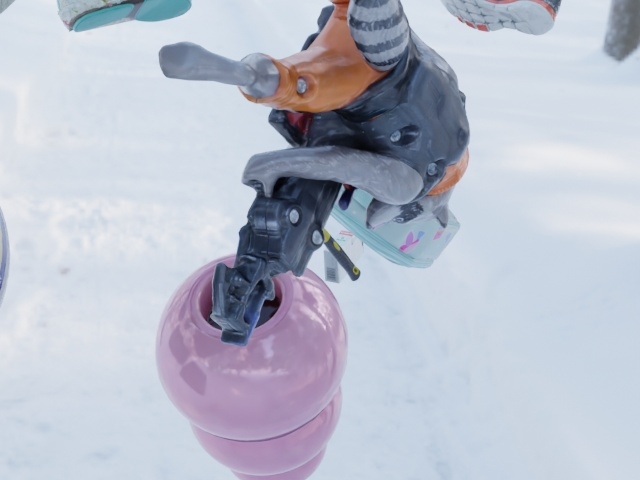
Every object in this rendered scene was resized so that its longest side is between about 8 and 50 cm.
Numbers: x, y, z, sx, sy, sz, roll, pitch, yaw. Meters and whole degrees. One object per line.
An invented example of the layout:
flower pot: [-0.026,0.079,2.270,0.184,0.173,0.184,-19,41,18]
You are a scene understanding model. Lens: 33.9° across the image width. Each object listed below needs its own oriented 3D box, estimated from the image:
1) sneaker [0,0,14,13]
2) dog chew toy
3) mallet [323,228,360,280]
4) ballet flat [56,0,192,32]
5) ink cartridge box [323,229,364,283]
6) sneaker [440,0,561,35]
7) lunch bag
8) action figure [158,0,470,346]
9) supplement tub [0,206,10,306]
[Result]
sneaker: [-0.490,-0.245,1.142,0.148,0.350,0.131,52,-3,16]
dog chew toy: [-0.065,0.166,1.174,0.207,0.331,0.206,-4,48,4]
mallet: [0.000,0.000,1.292,0.039,0.189,0.062,-2,48,33]
ballet flat: [-0.301,-0.376,1.611,0.241,0.091,0.077,-21,75,-46]
ink cartridge box: [0.042,0.019,1.833,0.029,0.062,0.115,10,32,22]
sneaker: [0.209,-0.280,1.210,0.158,0.065,0.061,22,-21,32]
lunch bag: [0.067,-0.070,1.594,0.279,0.108,0.224,38,12,15]
action figure: [0.021,-0.081,0.793,0.179,0.341,0.330,10,-18,30]
supplement tub: [-0.371,-0.026,0.730,0.241,0.241,0.331,6,-19,1]
